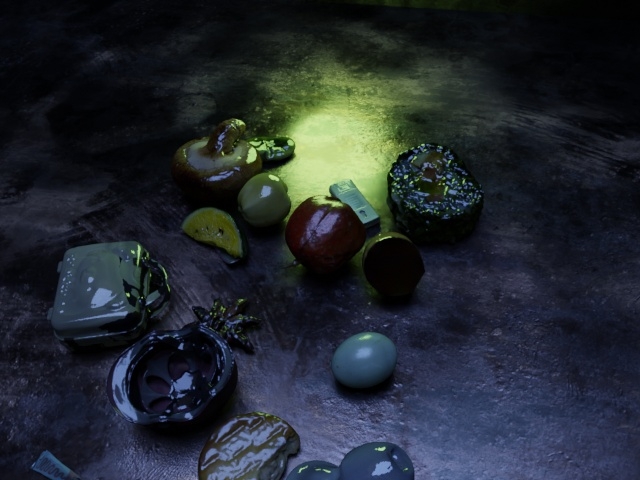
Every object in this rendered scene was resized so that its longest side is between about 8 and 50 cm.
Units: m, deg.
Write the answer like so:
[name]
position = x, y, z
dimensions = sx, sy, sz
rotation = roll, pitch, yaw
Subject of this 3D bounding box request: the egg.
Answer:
[egg]
position = 0.122, 0.335, 1.662
dimensions = 0.193, 0.149, 0.149
rotation = -18, 50, -5

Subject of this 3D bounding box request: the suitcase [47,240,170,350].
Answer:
[suitcase]
position = -0.642, 0.154, 1.843
dimensions = 0.340, 0.193, 0.351
rotation = -6, 49, -4

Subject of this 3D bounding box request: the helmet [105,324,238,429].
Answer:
[helmet]
position = -0.383, 0.386, 1.622
dimensions = 0.339, 0.197, 0.270
rotation = -19, 58, -2

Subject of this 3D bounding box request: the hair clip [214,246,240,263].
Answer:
[hair clip]
position = -0.318, 0.042, 2.029
dimensions = 0.054, 0.022, 0.137
rotation = -27, 43, -21

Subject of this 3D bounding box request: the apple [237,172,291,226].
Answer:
[apple]
position = -0.192, -0.138, 2.074
dimensions = 0.200, 0.200, 0.200
rotation = -2, 49, 2

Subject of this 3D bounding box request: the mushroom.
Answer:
[mushroom]
position = -0.381, -0.267, 2.185
dimensions = 0.345, 0.239, 0.345
rotation = -27, 29, 16

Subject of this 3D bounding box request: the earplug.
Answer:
[earplug]
position = 0.069, 0.596, 1.421
dimensions = 0.326, 0.175, 0.214
rotation = -18, 48, -11

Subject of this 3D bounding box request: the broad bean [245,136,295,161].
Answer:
[broad bean]
position = -0.207, -0.367, 2.361
dimensions = 0.207, 0.072, 0.153
rotation = -12, 51, -22

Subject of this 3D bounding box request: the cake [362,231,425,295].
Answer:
[cake]
position = 0.228, 0.077, 1.888
dimensions = 0.185, 0.178, 0.207
rotation = -29, 85, 5

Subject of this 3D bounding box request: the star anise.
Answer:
[star anise]
position = -0.312, 0.249, 1.799
dimensions = 0.272, 0.102, 0.271
rotation = -2, 46, 2

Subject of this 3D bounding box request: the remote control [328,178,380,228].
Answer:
[remote control]
position = 0.120, -0.133, 2.146
dimensions = 0.098, 0.038, 0.233
rotation = -23, 52, -15

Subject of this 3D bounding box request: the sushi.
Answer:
[sushi]
position = 0.381, -0.157, 2.058
dimensions = 0.294, 0.178, 0.351
rotation = -17, 53, -7

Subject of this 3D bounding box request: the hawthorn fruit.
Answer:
[hawthorn fruit]
position = 0.016, -0.017, 1.919
dimensions = 0.258, 0.258, 0.261
rotation = 10, 52, 12

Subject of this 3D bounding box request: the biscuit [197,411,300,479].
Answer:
[biscuit]
position = -0.195, 0.560, 1.526
dimensions = 0.213, 0.091, 0.274
rotation = 32, 59, 24

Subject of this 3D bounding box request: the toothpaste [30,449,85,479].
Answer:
[toothpaste]
position = -0.667, 0.615, 1.548
dimensions = 0.205, 0.036, 0.056
rotation = 19, 54, 24

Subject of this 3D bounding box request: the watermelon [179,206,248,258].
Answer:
[watermelon]
position = -0.353, -0.035, 2.043
dimensions = 0.301, 0.123, 0.129
rotation = 20, 65, 30
